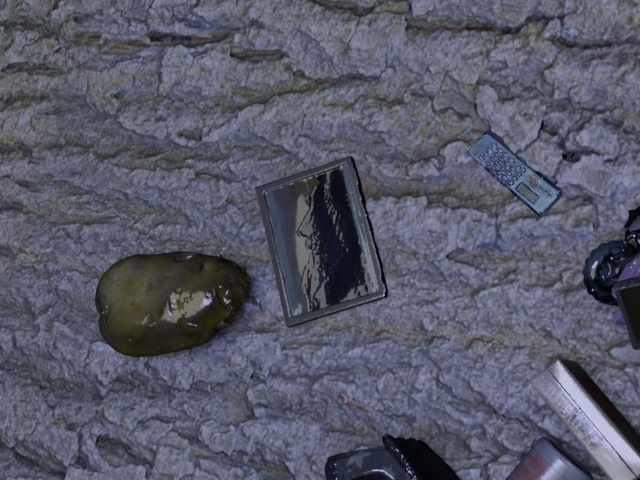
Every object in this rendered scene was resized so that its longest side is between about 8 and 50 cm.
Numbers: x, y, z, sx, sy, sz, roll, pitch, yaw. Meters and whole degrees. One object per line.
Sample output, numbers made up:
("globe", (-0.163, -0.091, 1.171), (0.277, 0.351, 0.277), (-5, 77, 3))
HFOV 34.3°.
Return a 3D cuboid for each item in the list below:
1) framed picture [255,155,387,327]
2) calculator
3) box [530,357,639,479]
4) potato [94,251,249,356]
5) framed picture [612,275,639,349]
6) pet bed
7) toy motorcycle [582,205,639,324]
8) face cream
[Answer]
("framed picture", (0.000, 0.000, 1.809), (0.192, 0.018, 0.265), (-19, 72, 16))
("calculator", (0.319, -0.113, 1.710), (0.057, 0.018, 0.172), (-48, 68, 8))
("box", (0.407, 0.269, 1.527), (0.058, 0.141, 0.201), (-44, 66, 13))
("potato", (-0.262, 0.108, 1.822), (0.296, 0.141, 0.191), (-11, 59, 20))
("framed picture", (0.563, 0.086, 1.484), (0.260, 0.189, 0.023), (-15, 51, 18))
("pet bed", (0.125, 0.392, 1.571), (0.159, 0.211, 0.183), (-18, 70, 19))
("toy motorcycle", (0.541, 0.009, 1.520), (0.327, 0.143, 0.188), (-44, 52, 23))
("face cream", (0.294, 0.421, 1.560), (0.101, 0.101, 0.251), (40, 94, 23))
